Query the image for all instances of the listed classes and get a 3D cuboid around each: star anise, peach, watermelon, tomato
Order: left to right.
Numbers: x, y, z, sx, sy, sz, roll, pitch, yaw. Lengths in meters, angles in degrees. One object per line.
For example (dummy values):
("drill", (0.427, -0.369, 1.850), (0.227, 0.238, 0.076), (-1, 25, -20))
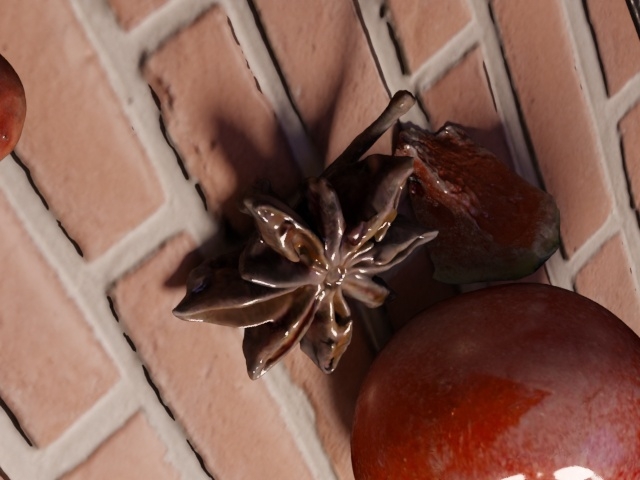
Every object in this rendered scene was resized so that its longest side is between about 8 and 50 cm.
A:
("peach", (-0.211, -0.078, 0.705), (0.083, 0.083, 0.083), (-16, 116, -36))
("star anise", (0.000, -0.001, 0.908), (0.231, 0.089, 0.209), (-48, 143, -9))
("watermelon", (0.123, -0.032, 1.037), (0.158, 0.121, 0.098), (37, 58, 1))
("tomato", (0.157, 0.152, 0.999), (0.270, 0.227, 0.270), (-6, 144, -4))

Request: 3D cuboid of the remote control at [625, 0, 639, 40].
("remote control", (0.318, -0.213, 1.147), (0.063, 0.025, 0.245), (-46, 131, -17))
